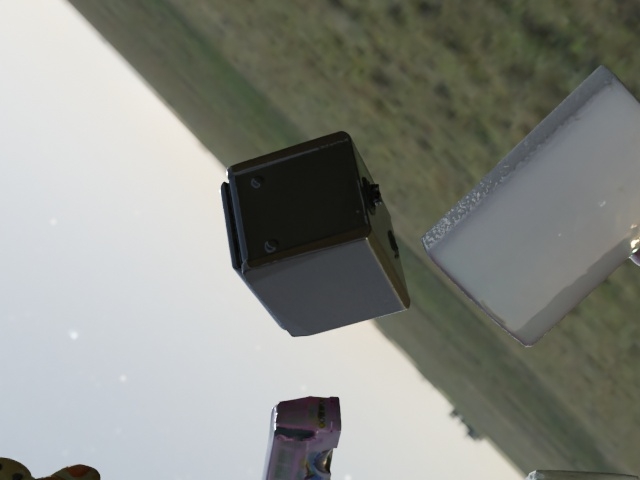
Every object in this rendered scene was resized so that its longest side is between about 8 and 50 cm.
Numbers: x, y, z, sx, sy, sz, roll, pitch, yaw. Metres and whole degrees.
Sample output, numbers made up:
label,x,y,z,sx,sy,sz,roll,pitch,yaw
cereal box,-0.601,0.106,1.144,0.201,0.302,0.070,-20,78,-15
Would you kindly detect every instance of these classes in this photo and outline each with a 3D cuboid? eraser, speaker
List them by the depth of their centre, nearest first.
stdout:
label,x,y,z,sx,sy,sz,roll,pitch,yaw
eraser,0.261,-0.032,1.491,0.174,0.270,0.095,41,-169,-20
speaker,0.000,0.000,1.745,0.231,0.192,0.153,59,-163,-60

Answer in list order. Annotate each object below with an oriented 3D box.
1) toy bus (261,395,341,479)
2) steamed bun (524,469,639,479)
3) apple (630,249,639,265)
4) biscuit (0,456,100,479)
label,x,y,z,sx,sy,sz,roll,pitch,yaw
toy bus,-0.032,0.364,2.172,0.112,0.274,0.090,6,-147,-6
steamed bun,0.291,0.354,1.583,0.146,0.164,0.242,3,164,8
apple,0.427,-0.023,1.689,0.153,0.153,0.120,45,137,21
biscuit,-0.246,0.256,1.292,0.234,0.030,0.153,20,-152,25
